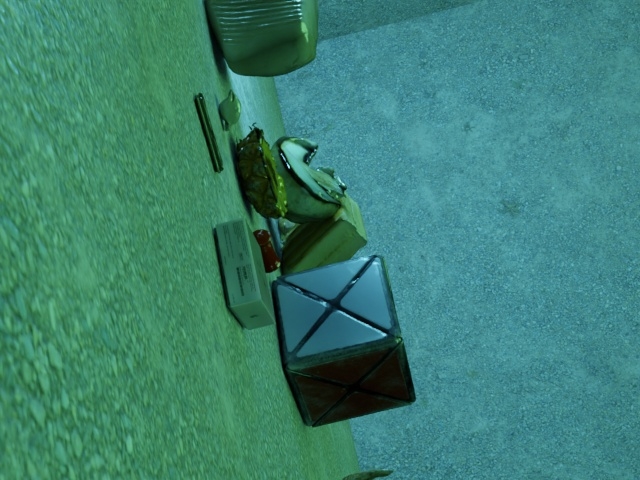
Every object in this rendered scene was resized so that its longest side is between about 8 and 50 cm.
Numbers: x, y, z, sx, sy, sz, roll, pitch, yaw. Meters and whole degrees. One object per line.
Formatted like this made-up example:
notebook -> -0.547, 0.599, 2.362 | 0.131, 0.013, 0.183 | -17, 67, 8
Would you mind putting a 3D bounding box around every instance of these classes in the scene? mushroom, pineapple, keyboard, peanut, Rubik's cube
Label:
mushroom -> -0.066, -0.134, 2.154 | 0.189, 0.164, 0.267 | 7, 40, -43
pineapple -> -0.127, -0.135, 1.779 | 0.225, 0.076, 0.225 | -16, 90, -86
keyboard -> -0.183, -0.177, 1.408 | 0.049, 0.015, 0.129 | -113, -173, -69
peanut -> -0.076, -0.056, 2.452 | 0.214, 0.099, 0.099 | -18, 94, -86
Rubik's cube -> 0.052, 0.213, 1.847 | 0.259, 0.254, 0.260 | 75, 2, -49

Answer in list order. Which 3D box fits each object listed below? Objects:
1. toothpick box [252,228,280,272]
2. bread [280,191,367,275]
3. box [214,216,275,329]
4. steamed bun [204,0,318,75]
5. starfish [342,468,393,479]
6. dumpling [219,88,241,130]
toothpick box -> -0.109, 0.019, 1.654 | 0.047, 0.047, 0.083 | -101, 176, -47
bread -> 0.000, 0.000, 2.237 | 0.111, 0.246, 0.239 | 41, 17, -20
box -> -0.112, 0.052, 1.277 | 0.129, 0.051, 0.130 | 71, 6, -68
steamed bun -> -0.125, -0.521, 1.961 | 0.236, 0.247, 0.384 | 67, 9, -64
starfish -> 0.048, 0.558, 1.339 | 0.384, 0.132, 0.398 | -13, 103, -81
dumpling -> -0.179, -0.255, 1.681 | 0.059, 0.043, 0.077 | -7, -79, 70
